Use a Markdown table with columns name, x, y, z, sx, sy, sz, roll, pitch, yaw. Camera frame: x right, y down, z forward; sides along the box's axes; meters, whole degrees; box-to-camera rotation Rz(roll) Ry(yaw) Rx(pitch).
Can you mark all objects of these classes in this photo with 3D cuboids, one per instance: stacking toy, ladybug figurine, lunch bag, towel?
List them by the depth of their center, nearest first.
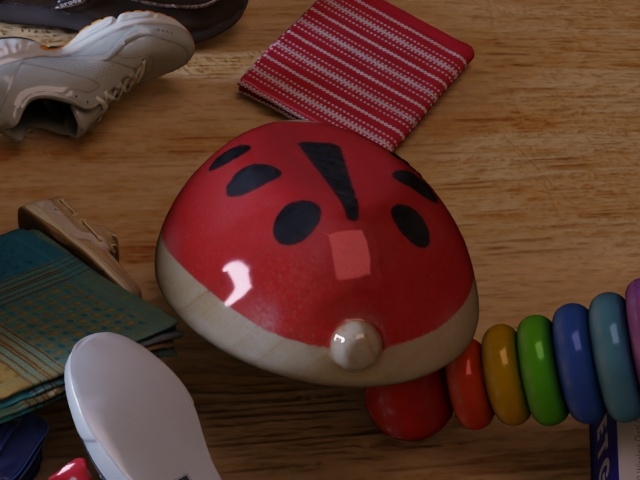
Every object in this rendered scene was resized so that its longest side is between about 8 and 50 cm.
| name | x | y | z | sx | sy | sz | roll | pitch | yaw |
| --- | --- | --- | --- | --- | --- | --- | --- | --- | --- |
| lunch bag | -0.285 | 0.190 | 1.650 | 0.067 | 0.065 | 0.098 | 22 | 40 | 5 |
| towel | -0.349 | 0.099 | 1.703 | 0.370 | 0.040 | 0.271 | -23 | 36 | -34 |
| stacking toy | 0.202 | 0.121 | 1.785 | 0.330 | 0.141 | 0.141 | -10 | 39 | 13 |
| ladybug figurine | 0.000 | 0.000 | 1.787 | 0.305 | 0.161 | 0.449 | 1 | 20 | -15 |
| towel | 0.046 | -0.202 | 2.230 | 0.199 | 0.031 | 0.275 | 29 | 44 | 11 |

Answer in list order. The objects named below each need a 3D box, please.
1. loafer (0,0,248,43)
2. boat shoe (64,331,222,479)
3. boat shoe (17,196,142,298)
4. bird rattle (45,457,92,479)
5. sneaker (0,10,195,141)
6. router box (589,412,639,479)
| name | x | y | z | sx | sy | sz | roll | pitch | yaw |
| --- | --- | --- | --- | --- | --- | --- | --- | --- | --- |
| loafer | -0.255 | -0.312 | 2.172 | 0.366 | 0.130 | 0.133 | 2 | 43 | -17 |
| boat shoe | -0.136 | 0.220 | 1.609 | 0.108 | 0.102 | 0.301 | -21 | 68 | -41 |
| boat shoe | -0.228 | 0.009 | 1.874 | 0.059 | 0.063 | 0.170 | -31 | 59 | -34 |
| bird rattle | -0.281 | 0.286 | 1.538 | 0.254 | 0.143 | 0.207 | 12 | 51 | -25 |
| sneaker | -0.249 | -0.165 | 2.051 | 0.262 | 0.099 | 0.121 | -16 | 58 | -23 |
| router box | 0.413 | 0.258 | 1.800 | 0.301 | 0.082 | 0.335 | 13 | 41 | -4 |
